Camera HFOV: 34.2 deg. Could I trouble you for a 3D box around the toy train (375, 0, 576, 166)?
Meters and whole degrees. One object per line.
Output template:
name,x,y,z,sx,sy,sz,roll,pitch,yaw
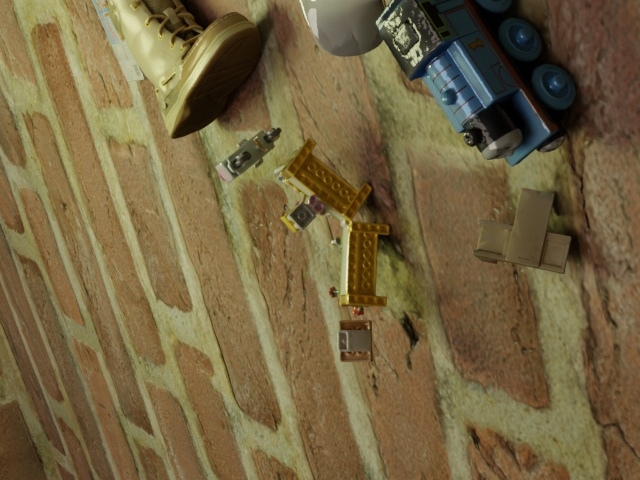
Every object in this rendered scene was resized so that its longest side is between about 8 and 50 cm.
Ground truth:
toy train,0.131,-0.145,0.868,0.184,0.105,0.080,59,151,8

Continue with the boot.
boot,-0.176,-0.263,1.287,0.203,0.095,0.262,62,155,6

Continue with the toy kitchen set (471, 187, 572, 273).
toy kitchen set,0.192,-0.009,0.964,0.083,0.075,0.068,12,87,16

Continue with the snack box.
snack box,-0.293,-0.314,1.488,0.064,0.022,0.178,8,124,58

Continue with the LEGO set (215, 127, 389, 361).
LEGO set,0.000,0.000,1.188,0.287,0.132,0.107,59,160,-5

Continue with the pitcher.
pitcher,0.028,-0.286,0.903,0.177,0.126,0.207,56,153,10
